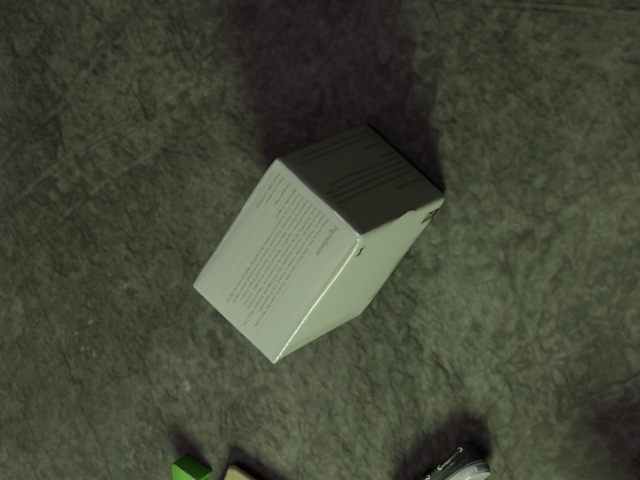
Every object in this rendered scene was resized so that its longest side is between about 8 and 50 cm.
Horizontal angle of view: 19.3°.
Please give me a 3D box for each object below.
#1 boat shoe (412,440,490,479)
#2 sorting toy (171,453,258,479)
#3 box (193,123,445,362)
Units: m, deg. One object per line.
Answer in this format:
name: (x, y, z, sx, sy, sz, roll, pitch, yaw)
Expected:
boat shoe: (0.118, 0.255, 1.959, 0.142, 0.049, 0.040, -38, 65, 32)
sorting toy: (-0.065, 0.373, 2.097, 0.347, 0.047, 0.196, 31, 118, 19)
box: (0.000, 0.000, 1.869, 0.119, 0.181, 0.182, 43, 121, 14)
